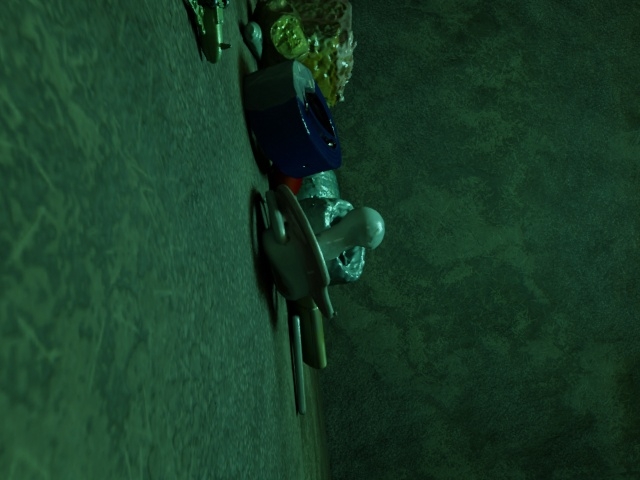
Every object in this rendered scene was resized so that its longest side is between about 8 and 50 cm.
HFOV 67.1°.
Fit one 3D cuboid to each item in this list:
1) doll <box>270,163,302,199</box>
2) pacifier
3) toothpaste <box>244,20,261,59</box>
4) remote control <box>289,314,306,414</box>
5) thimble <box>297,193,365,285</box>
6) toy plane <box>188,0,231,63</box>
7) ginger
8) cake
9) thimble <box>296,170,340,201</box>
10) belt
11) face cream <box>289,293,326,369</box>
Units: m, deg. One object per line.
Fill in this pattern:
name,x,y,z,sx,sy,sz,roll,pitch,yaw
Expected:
doll,-0.089,-0.149,1.274,0.183,0.085,0.217,-81,175,-46
pacifier,-0.012,0.019,0.996,0.332,0.272,0.221,82,18,-56
toothpaste,-0.150,-0.459,1.097,0.255,0.037,0.068,-110,-172,-76
remote control,-0.063,0.335,1.312,0.067,0.029,0.261,117,-31,-77
thimble,0.000,0.000,1.232,0.250,0.171,0.205,65,36,-31
toy plane,-0.131,-0.269,0.572,0.102,0.040,0.111,-53,138,-61
ginger,-0.116,-0.513,1.275,0.219,0.123,0.270,67,-18,-2
cake,-0.037,-0.617,1.552,0.314,0.292,0.307,94,-6,-57
thimble,-0.029,-0.179,1.764,0.235,0.198,0.143,105,-22,-75
belt,-0.046,-0.259,1.077,0.347,0.117,0.213,23,57,-71
face cream,-0.041,0.226,1.400,0.139,0.067,0.286,28,-48,52
